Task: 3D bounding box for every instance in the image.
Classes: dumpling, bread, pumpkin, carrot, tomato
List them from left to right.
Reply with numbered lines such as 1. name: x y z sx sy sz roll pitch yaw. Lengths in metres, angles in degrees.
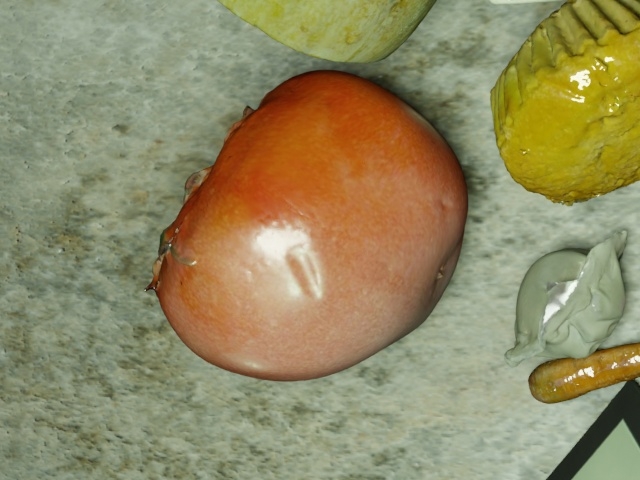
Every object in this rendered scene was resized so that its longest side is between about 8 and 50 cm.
1. pumpkin: -0.007 -0.317 1.309 0.332 0.332 0.199 35 113 19
2. tomato: 0.000 0.000 1.353 0.272 0.341 0.341 30 110 6
3. dumpling: 0.252 0.068 1.338 0.108 0.127 0.188 41 109 3
4. bread: 0.273 -0.140 1.250 0.240 0.240 0.139 -32 60 27
5. carrot: 0.306 0.128 1.366 0.191 0.047 0.047 -21 87 26

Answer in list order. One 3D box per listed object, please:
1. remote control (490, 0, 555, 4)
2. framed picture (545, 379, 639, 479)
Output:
1. remote control: 0.272 -0.291 1.318 0.230 0.049 0.090 1 127 27
2. framed picture: 0.265 0.346 1.333 0.347 0.016 0.265 -56 28 22
